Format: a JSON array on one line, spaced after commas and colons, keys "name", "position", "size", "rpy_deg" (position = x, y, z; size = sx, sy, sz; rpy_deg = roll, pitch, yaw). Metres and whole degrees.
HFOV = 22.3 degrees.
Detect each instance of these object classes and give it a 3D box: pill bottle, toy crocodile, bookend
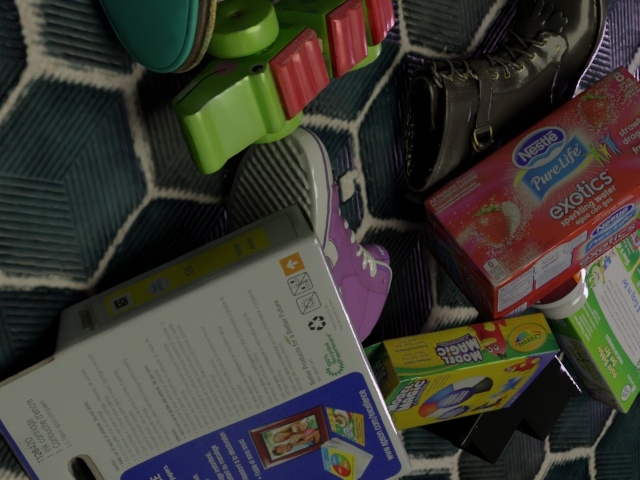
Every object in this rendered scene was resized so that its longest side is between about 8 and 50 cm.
[{"name": "pill bottle", "position": [0.240, 0.020, 1.782], "size": [0.086, 0.086, 0.152], "rpy_deg": [-56, 138, -16]}, {"name": "toy crocodile", "position": [-0.008, -0.174, 1.396], "size": [0.340, 0.105, 0.115], "rpy_deg": [-45, 134, -40]}, {"name": "bookend", "position": [0.201, 0.185, 1.816], "size": [0.156, 0.072, 0.157], "rpy_deg": [-56, 139, -14]}]

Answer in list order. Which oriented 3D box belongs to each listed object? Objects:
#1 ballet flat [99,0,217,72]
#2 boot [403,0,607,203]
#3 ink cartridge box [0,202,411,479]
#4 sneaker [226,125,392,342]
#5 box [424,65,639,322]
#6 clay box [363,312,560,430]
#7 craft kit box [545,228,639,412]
[{"name": "ballet flat", "position": [-0.134, -0.294, 1.230], "size": [0.123, 0.123, 0.348], "rpy_deg": [-41, 132, -29]}, {"name": "boot", "position": [0.178, -0.173, 1.632], "size": [0.229, 0.091, 0.263], "rpy_deg": [-13, 116, -45]}, {"name": "ink cartridge box", "position": [-0.103, 0.152, 1.433], "size": [0.307, 0.072, 0.304], "rpy_deg": [-23, 129, -1]}, {"name": "sneaker", "position": [-0.001, 0.000, 1.508], "size": [0.161, 0.102, 0.282], "rpy_deg": [-31, 137, -40]}, {"name": "box", "position": [0.240, -0.042, 1.644], "size": [0.257, 0.123, 0.128], "rpy_deg": [-34, 158, -9]}, {"name": "clay box", "position": [0.116, 0.139, 1.635], "size": [0.222, 0.053, 0.127], "rpy_deg": [-10, 151, -28]}, {"name": "craft kit box", "position": [0.375, 0.045, 1.967], "size": [0.247, 0.061, 0.250], "rpy_deg": [-56, 138, -19]}]
